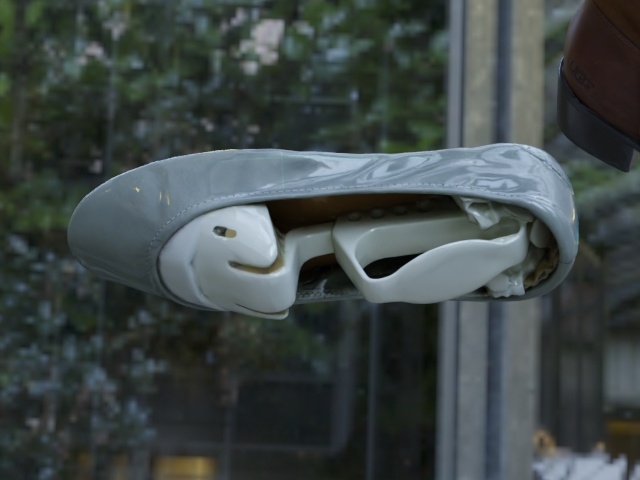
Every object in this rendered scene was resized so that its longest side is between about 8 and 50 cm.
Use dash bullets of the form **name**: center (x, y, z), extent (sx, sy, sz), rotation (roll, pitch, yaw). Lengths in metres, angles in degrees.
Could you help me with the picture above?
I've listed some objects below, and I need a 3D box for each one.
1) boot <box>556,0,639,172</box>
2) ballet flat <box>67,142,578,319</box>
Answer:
- **boot**: center (0.273, -0.125, 1.023), extent (0.264, 0.096, 0.280), rotation (33, -30, 20)
- **ballet flat**: center (0.000, 0.000, 0.701), extent (0.213, 0.068, 0.072), rotation (-5, -52, 1)
